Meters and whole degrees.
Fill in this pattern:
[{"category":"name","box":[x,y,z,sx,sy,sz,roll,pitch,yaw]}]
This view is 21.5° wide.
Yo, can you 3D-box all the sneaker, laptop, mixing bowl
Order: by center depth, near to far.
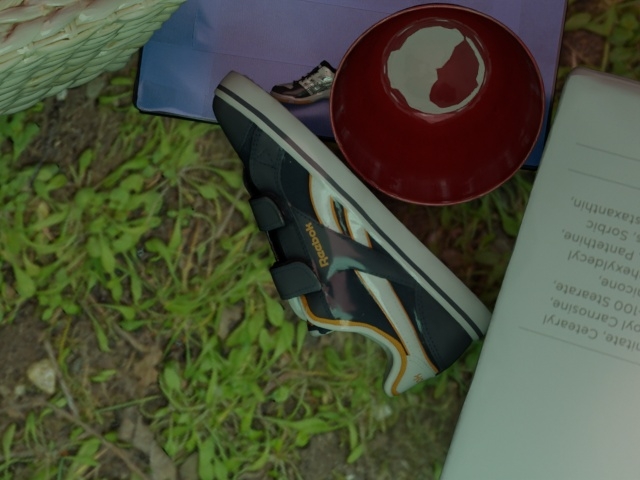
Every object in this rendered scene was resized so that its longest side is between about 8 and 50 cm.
[{"category":"laptop","box":[0.048,-0.297,1.432,0.381,0.408,0.236,8,56,-1]},{"category":"mixing bowl","box":[0.099,-0.132,1.448,0.181,0.098,0.181,1,117,2]},{"category":"sneaker","box":[0.000,0.000,1.468,0.127,0.126,0.321,-44,91,-1]},{"category":"sneaker","box":[-0.004,-0.142,1.490,0.083,0.032,0.037,-5,111,-5]}]

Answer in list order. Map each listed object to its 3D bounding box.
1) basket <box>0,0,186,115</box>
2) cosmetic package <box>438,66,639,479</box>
[{"category":"basket","box":[-0.320,-0.229,1.344,0.331,0.328,0.266,-24,92,-19]},{"category":"cosmetic package","box":[0.309,0.115,1.337,0.327,0.329,0.394,17,88,16]}]
